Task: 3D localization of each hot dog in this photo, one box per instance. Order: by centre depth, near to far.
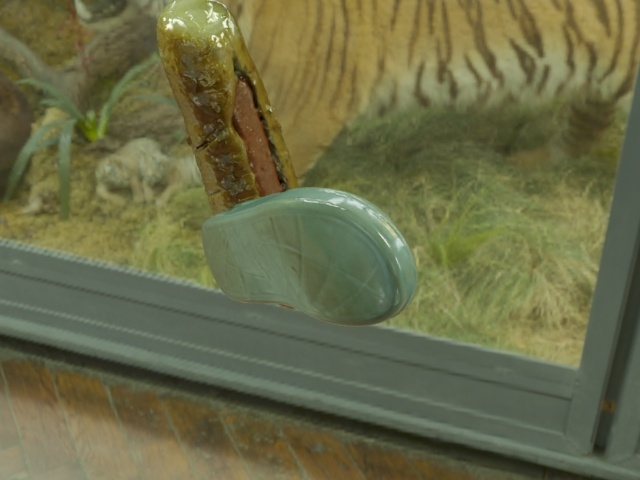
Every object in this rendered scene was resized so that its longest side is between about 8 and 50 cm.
[{"bbox_3d":[-0.058,-0.051,0.678,0.061,0.286,0.088,-36,41,-21],"label":"hot dog"}]

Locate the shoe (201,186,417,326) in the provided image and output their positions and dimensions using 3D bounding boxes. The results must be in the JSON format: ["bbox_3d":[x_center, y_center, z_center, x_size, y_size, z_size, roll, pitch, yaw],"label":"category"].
[{"bbox_3d":[0.000,0.000,0.531,0.078,0.079,0.195,-29,14,-33],"label":"shoe"}]
